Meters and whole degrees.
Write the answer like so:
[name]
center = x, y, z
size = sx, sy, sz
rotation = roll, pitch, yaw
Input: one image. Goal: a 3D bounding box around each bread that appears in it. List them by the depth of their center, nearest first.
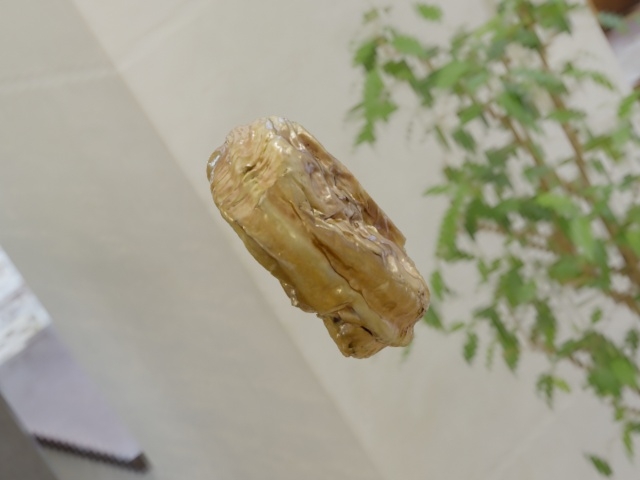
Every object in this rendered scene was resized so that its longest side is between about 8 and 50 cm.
[bread]
center = 0.000, 0.000, 0.666
size = 0.044, 0.111, 0.083
rotation = -38, 27, 12
